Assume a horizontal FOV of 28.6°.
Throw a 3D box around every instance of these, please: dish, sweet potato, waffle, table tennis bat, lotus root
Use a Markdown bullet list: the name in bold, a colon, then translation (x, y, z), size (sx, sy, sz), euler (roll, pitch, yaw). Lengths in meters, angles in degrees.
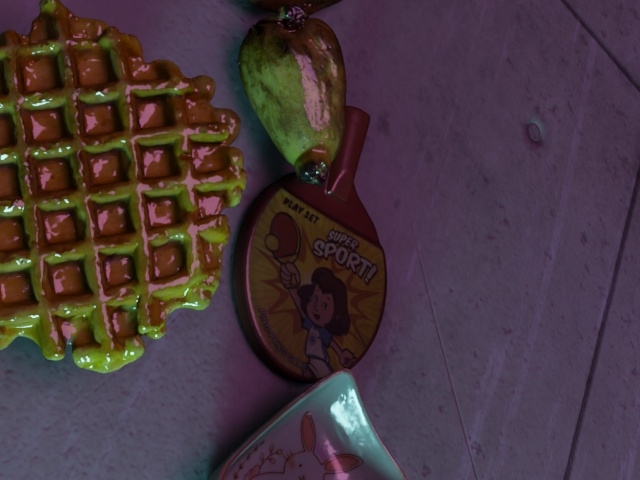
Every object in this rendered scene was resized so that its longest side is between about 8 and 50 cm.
- **dish**: translation (-0.025, 0.237, 1.207), size (0.212, 0.077, 0.151), euler (-37, 104, -42)
- **sweet potato**: translation (-0.015, -0.272, 1.355), size (0.206, 0.068, 0.060), euler (-19, 110, -51)
- **waffle**: translation (-0.207, -0.046, 1.052), size (0.281, 0.058, 0.301), euler (16, 78, -10)
- **table tennis bat**: translation (0.000, 0.000, 1.323), size (0.200, 0.038, 0.310), euler (30, 64, -35)
- **lotus root**: translation (-0.022, -0.142, 1.286), size (0.108, 0.094, 0.191), euler (-11, 84, -3)
